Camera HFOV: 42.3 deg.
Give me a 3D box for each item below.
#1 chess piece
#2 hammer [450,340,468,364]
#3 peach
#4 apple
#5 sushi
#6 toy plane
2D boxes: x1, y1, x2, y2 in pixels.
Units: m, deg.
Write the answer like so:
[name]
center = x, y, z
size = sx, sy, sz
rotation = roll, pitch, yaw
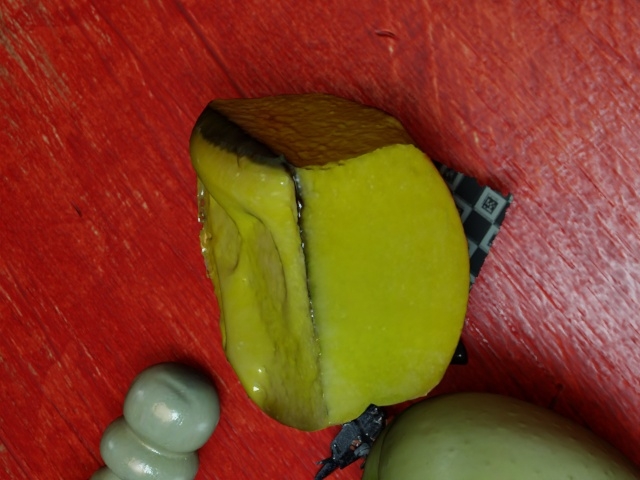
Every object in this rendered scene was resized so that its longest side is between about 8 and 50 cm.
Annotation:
[chess piece]
center = -0.251, 0.322, 1.167
size = 0.182, 0.182, 0.330
rotation = 30, 102, 15
[hammer]
center = 0.044, 0.157, 1.063
size = 0.288, 0.033, 0.111
rotation = -10, 51, 16
[peach]
center = 0.000, 0.000, 0.959
size = 0.306, 0.242, 0.380
rotation = -6, 100, 60
[apple]
center = 0.189, 0.341, 0.892
size = 0.357, 0.357, 0.357
rotation = 4, 100, 21
[sushi]
center = 0.147, 0.006, 1.011
size = 0.139, 0.031, 0.201
rotation = 34, 111, 33
[toy plane]
center = 0.036, 0.269, 1.088
size = 0.189, 0.061, 0.130
rotation = -48, 57, 24
